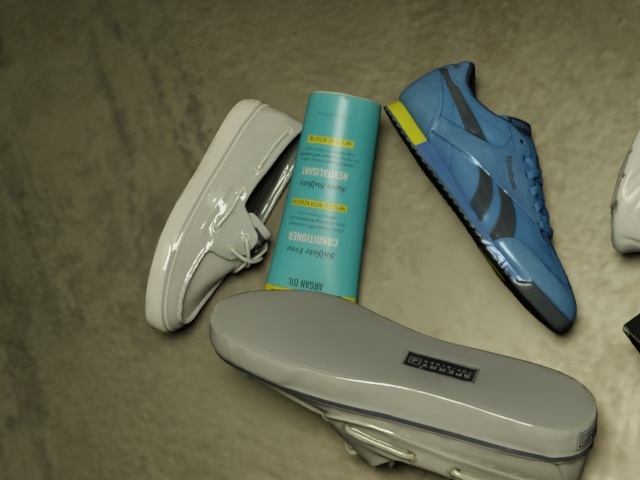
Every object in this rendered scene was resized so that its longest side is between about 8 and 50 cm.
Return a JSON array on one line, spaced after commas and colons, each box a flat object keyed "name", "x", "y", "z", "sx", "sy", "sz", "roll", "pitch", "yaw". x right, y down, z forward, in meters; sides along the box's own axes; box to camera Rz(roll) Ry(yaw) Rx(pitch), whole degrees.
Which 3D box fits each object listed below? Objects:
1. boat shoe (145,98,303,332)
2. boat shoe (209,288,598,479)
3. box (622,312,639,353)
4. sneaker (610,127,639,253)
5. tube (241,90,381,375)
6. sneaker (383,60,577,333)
[{"name": "boat shoe", "x": -0.064, "y": -0.013, "z": 1.080, "sx": 0.063, "sy": 0.066, "sz": 0.184, "roll": 21, "pitch": 71, "yaw": 21}, {"name": "boat shoe", "x": 0.048, "y": 0.107, "z": 0.996, "sx": 0.267, "sy": 0.096, "sz": 0.088, "roll": 14, "pitch": 120, "yaw": 12}, {"name": "box", "x": 0.334, "y": 0.037, "z": 0.877, "sx": 0.261, "sy": 0.184, "sz": 0.103, "roll": -36, "pitch": 103, "yaw": 3}, {"name": "sneaker", "x": 0.274, "y": -0.091, "z": 1.002, "sx": 0.115, "sy": 0.090, "sz": 0.232, "roll": 16, "pitch": 88, "yaw": 12}, {"name": "tube", "x": 0.000, "y": 0.000, "z": 1.063, "sx": 0.080, "sy": 0.052, "sz": 0.207, "roll": 8, "pitch": 86, "yaw": 21}, {"name": "sneaker", "x": 0.127, "y": -0.036, "z": 1.027, "sx": 0.082, "sy": 0.069, "sz": 0.209, "roll": -32, "pitch": 68, "yaw": 0}]
